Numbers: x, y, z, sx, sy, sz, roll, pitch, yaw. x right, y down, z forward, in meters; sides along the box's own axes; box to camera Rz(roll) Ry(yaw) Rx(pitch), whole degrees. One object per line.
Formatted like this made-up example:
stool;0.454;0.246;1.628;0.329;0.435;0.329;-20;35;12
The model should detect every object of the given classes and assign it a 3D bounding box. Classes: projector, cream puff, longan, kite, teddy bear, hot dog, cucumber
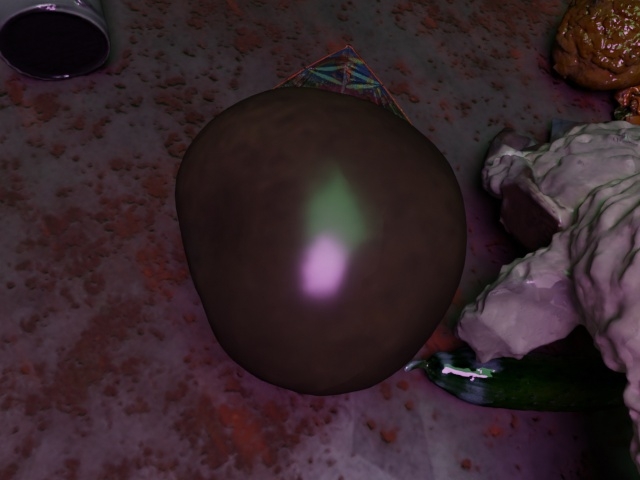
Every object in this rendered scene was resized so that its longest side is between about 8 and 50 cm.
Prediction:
projector;-0.301;-0.334;0.655;0.108;0.108;0.338;-12;70;-14
cream puff;0.333;-0.241;0.709;0.126;0.103;0.144;23;54;30
longan;0.000;0.000;0.501;0.245;0.215;0.246;0;45;0
kite;0.022;-0.148;0.680;0.189;0.010;0.159;11;67;-3
teddy bear;0.275;0.060;0.534;0.327;0.362;0.376;-11;93;0
hot dog;0.421;-0.161;0.727;0.188;0.055;0.072;-9;70;-14
cucumber;0.194;0.127;0.568;0.249;0.056;0.056;6;66;-7
